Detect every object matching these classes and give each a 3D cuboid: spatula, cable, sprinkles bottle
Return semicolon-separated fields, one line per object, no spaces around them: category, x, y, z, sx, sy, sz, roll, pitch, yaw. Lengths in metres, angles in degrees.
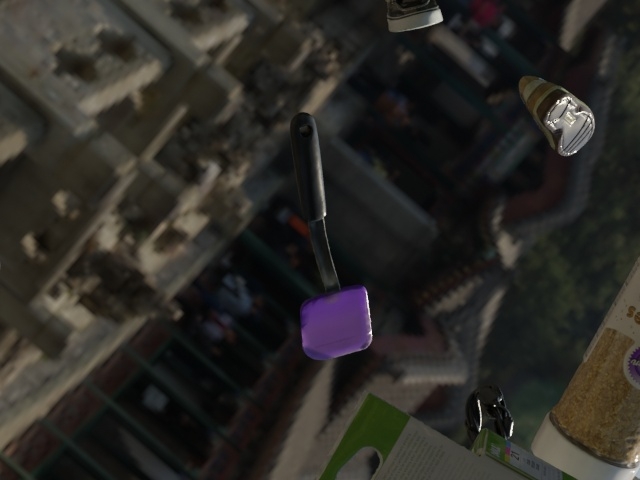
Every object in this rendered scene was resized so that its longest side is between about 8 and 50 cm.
spatula;0.000;0.000;1.640;0.084;0.297;0.030;-16;-159;-14
cable;0.281;0.316;2.475;0.047;0.151;0.184;-6;-172;-11
sprinkles bottle;0.369;0.118;1.689;0.355;0.121;0.121;-64;176;17

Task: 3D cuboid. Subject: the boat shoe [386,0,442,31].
boat shoe;0.126;-0.351;2.173;0.077;0.070;0.219;-13;-162;0

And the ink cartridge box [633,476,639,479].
ink cartridge box;0.431;0.437;1.974;0.119;0.207;0.353;-28;-157;-15

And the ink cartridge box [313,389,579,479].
ink cartridge box;0.120;0.276;1.515;0.189;0.255;0.097;-61;176;12

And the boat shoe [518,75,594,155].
boat shoe;0.298;-0.168;1.909;0.068;0.072;0.190;-46;154;1
